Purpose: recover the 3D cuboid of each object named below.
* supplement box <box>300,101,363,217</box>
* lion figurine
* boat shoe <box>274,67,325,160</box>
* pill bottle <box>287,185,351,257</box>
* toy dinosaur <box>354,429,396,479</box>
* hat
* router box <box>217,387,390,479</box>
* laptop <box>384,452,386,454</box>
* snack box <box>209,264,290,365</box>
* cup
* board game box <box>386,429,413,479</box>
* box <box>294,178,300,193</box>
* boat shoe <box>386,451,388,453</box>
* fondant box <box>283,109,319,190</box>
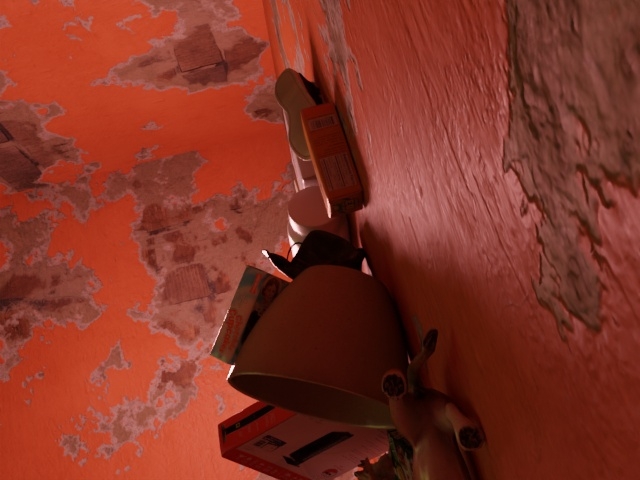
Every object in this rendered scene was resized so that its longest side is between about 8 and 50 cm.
[{"bbox_3d":[0.022,-0.166,1.366,0.078,0.080,0.234,80,177,-63],"label":"supplement box"},{"bbox_3d":[0.154,0.316,0.874,0.240,0.142,0.392,52,-142,-79],"label":"lion figurine"},{"bbox_3d":[-0.025,-0.294,1.578,0.114,0.091,0.303,-44,45,34],"label":"boat shoe"},{"bbox_3d":[0.000,0.000,1.750,0.283,0.160,0.160,81,175,-51],"label":"pill bottle"},{"bbox_3d":[0.174,0.520,1.397,0.295,0.127,0.200,37,154,59],"label":"toy dinosaur"},{"bbox_3d":[0.031,0.057,1.517,0.134,0.331,0.331,-59,0,0],"label":"hat"},{"bbox_3d":[-0.012,0.436,1.524,0.335,0.301,0.082,40,-156,-42],"label":"router box"},{"bbox_3d":[0.180,0.954,2.155,0.236,0.408,0.382,34,159,21],"label":"laptop"},{"bbox_3d":[-0.077,0.182,1.385,0.322,0.060,0.187,29,-99,-55],"label":"snack box"},{"bbox_3d":[0.021,0.186,1.228,0.331,0.331,0.237,82,-160,-64],"label":"cup"},{"bbox_3d":[0.180,0.428,1.144,0.259,0.030,0.136,-165,61,-75],"label":"board game box"},{"bbox_3d":[-0.019,-0.120,2.188,0.275,0.094,0.113,-111,7,-63],"label":"box"},{"bbox_3d":[0.209,0.688,2.231,0.035,0.035,0.100,82,174,-63],"label":"boat shoe"},{"bbox_3d":[-0.022,-0.204,1.848,0.330,0.096,0.238,86,170,-68],"label":"fondant box"}]
